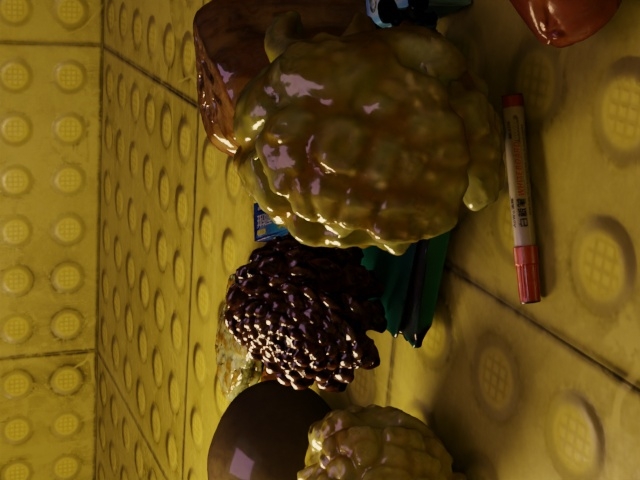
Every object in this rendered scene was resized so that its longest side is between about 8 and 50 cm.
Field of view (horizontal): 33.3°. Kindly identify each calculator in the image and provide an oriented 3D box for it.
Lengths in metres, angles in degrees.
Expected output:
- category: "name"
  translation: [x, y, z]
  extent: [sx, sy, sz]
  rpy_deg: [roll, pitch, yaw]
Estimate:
- category: "calculator"
  translation: [0.097, -0.022, 1.470]
  extent: [0.274, 0.058, 0.248]
  rpy_deg: [-131, 45, -56]

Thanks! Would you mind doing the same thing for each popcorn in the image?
- category: "popcorn"
  translation: [0.080, 0.317, 1.396]
  extent: [0.235, 0.217, 0.181]
  rpy_deg: [119, 168, -61]
- category: "popcorn"
  translation: [0.039, -0.108, 1.217]
  extent: [0.279, 0.336, 0.274]
  rpy_deg: [-65, -30, -58]

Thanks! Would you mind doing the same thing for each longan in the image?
- category: "longan"
  translation: [-0.075, 0.341, 1.709]
  extent: [0.248, 0.248, 0.248]
  rpy_deg: [177, 90, -67]

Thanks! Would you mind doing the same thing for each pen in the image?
- category: "pen"
  translation: [0.225, -0.048, 1.205]
  extent: [0.028, 0.028, 0.239]
  rpy_deg: [165, 101, -66]

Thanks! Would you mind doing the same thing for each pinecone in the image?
- category: "pinecone"
  translation: [-0.012, 0.079, 1.417]
  extent: [0.221, 0.222, 0.221]
  rpy_deg: [177, 90, -67]

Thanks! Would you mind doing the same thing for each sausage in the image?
- category: "sausage"
  translation: [0.230, -0.315, 1.041]
  extent: [0.133, 0.133, 0.258]
  rpy_deg: [150, 114, -64]

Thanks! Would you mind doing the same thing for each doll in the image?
- category: "doll"
  translation: [0.113, -0.238, 1.321]
  extent: [0.195, 0.096, 0.070]
  rpy_deg: [64, -162, -64]

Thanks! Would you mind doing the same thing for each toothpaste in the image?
- category: "toothpaste"
  translation: [-0.006, -0.046, 1.529]
  extent: [0.320, 0.076, 0.066]
  rpy_deg: [162, 108, -64]

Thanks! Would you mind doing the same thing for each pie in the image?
- category: "pie"
  translation: [-0.144, 0.189, 2.007]
  extent: [0.201, 0.090, 0.248]
  rpy_deg: [-108, 27, -46]

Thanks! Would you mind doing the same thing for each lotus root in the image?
- category: "lotus root"
  translation: [-0.060, -0.210, 1.542]
  extent: [0.316, 0.250, 0.316]
  rpy_deg: [180, 90, -75]

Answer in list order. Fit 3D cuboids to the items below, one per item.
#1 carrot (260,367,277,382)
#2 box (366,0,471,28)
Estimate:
- category: "carrot"
  translation: [-0.066, 0.367, 1.902]
  extent: [0.066, 0.066, 0.314]
  rpy_deg: [128, 137, -57]
- category: "box"
  translation: [0.115, -0.394, 1.356]
  extent: [0.143, 0.083, 0.232]
  rpy_deg: [171, 94, -66]
